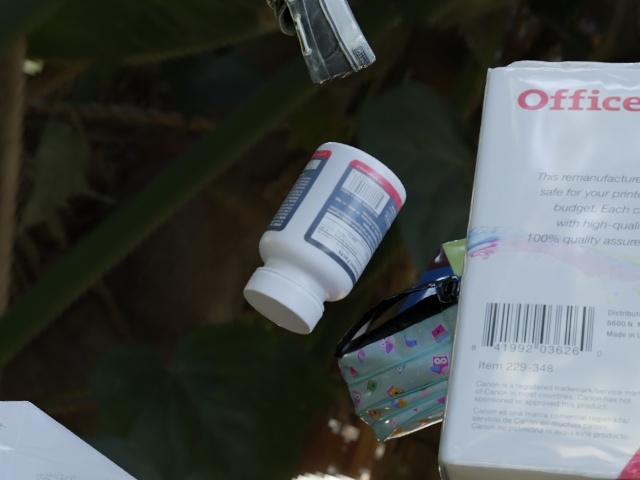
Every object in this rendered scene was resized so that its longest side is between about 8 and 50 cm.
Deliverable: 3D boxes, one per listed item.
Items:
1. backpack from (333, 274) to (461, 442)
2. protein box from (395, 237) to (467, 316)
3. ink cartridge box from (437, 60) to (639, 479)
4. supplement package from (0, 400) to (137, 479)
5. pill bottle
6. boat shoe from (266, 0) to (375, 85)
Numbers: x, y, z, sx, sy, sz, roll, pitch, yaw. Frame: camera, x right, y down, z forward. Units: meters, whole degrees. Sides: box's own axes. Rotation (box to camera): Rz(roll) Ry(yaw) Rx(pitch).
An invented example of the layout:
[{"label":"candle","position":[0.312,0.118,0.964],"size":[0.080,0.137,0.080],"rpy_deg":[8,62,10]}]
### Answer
[{"label":"backpack","position":[0.104,0.103,1.430],"size":[0.182,0.115,0.152],"rpy_deg":[-27,-15,20]},{"label":"protein box","position":[0.225,0.104,1.705],"size":[0.201,0.136,0.200],"rpy_deg":[48,-34,-21]},{"label":"ink cartridge box","position":[0.207,0.042,1.023],"size":[0.226,0.306,0.131],"rpy_deg":[3,-34,13]},{"label":"supplement package","position":[-0.303,0.303,1.337],"size":[0.175,0.293,0.177],"rpy_deg":[28,12,34]},{"label":"pill bottle","position":[0.000,0.000,1.627],"size":[0.108,0.180,0.108],"rpy_deg":[29,-18,11]},{"label":"boat shoe","position":[-0.016,-0.234,1.528],"size":[0.078,0.070,0.219],"rpy_deg":[56,8,-46]}]
